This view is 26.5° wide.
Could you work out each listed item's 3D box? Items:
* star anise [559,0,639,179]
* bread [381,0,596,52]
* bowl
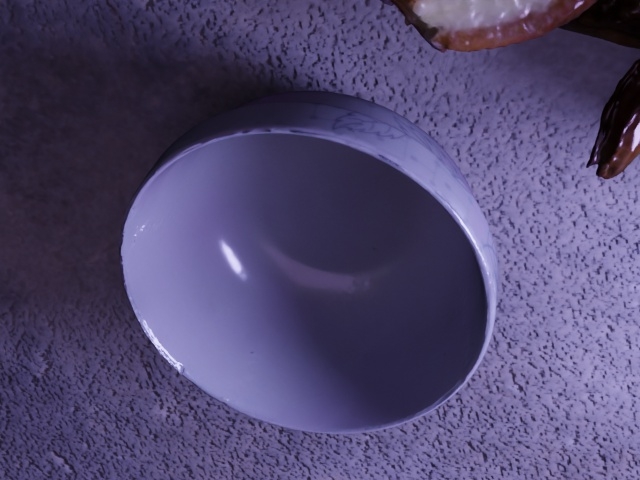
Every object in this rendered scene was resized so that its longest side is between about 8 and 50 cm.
[{"bbox_3d":[0.263,-0.137,0.826,0.288,0.288,0.088,-23,146,28],"label":"star anise"},{"bbox_3d":[0.113,-0.230,0.839,0.190,0.123,0.244,24,113,-21],"label":"bread"},{"bbox_3d":[0.000,0.000,1.063,0.287,0.144,0.287,7,127,9],"label":"bowl"}]
